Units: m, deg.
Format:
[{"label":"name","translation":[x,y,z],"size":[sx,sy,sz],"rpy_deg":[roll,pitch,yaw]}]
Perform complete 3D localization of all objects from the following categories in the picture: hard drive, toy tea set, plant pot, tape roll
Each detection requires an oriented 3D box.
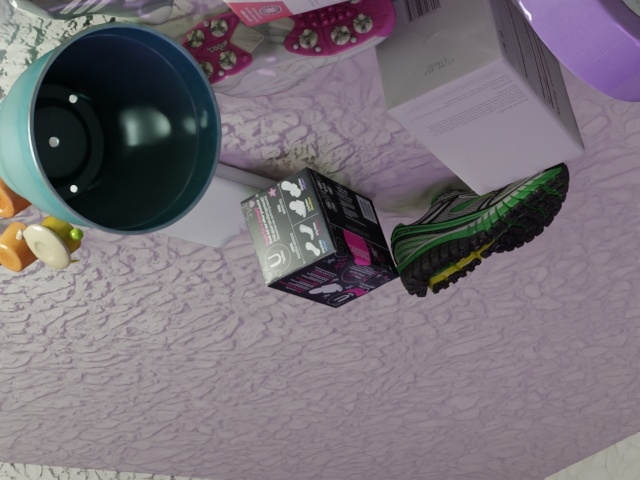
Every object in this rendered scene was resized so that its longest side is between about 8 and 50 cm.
[{"label":"hard drive","translation":[-0.245,-0.075,1.975],"size":[0.308,0.040,0.203],"rpy_deg":[16,144,-35]},{"label":"toy tea set","translation":[-0.495,-0.047,1.906],"size":[0.336,0.124,0.200],"rpy_deg":[-11,121,46]},{"label":"plant pot","translation":[-0.314,-0.142,1.605],"size":[0.272,0.271,0.255],"rpy_deg":[16,171,-35]},{"label":"tape roll","translation":[0.354,-0.307,1.443],"size":[0.275,0.274,0.090],"rpy_deg":[15,144,-34]}]

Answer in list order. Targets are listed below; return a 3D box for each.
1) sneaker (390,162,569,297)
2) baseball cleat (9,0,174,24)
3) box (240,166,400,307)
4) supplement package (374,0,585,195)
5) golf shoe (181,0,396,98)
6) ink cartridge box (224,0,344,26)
[{"label":"sneaker","translation":[0.270,-0.050,2.048],"size":[0.344,0.146,0.134],"rpy_deg":[-29,148,6]},{"label":"baseball cleat","translation":[-0.286,-0.327,1.502],"size":[0.206,0.072,0.109],"rpy_deg":[0,137,-21]},{"label":"box","translation":[0.000,0.000,1.986],"size":[0.142,0.163,0.247],"rpy_deg":[-27,158,20]},{"label":"supplement package","translation":[0.224,-0.219,1.675],"size":[0.178,0.175,0.293],"rpy_deg":[-23,147,24]},{"label":"golf shoe","translation":[-0.035,-0.268,1.623],"size":[0.306,0.115,0.140],"rpy_deg":[-10,162,19]},{"label":"ink cartridge box","translation":[0.011,-0.362,1.381],"size":[0.283,0.117,0.207],"rpy_deg":[-13,170,10]}]
